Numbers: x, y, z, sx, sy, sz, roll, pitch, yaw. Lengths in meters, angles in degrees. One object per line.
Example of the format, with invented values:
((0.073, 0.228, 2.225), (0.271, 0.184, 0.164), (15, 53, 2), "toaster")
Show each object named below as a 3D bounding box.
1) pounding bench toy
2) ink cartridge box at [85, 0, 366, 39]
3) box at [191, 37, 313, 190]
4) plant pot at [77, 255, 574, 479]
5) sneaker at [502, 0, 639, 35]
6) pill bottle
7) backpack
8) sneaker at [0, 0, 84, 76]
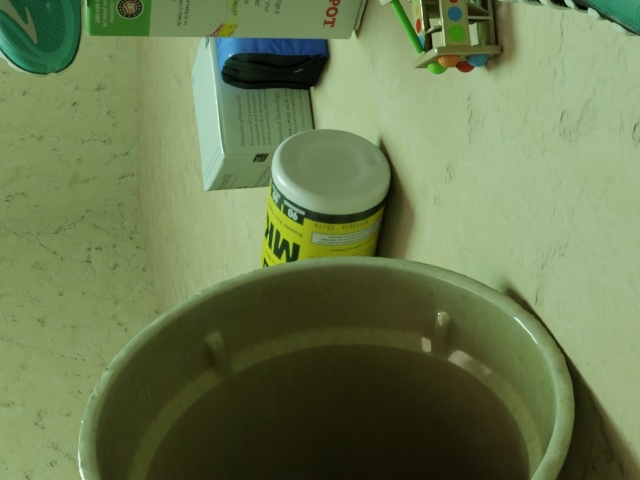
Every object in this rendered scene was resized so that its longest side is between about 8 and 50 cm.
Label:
((0.086, -0.159, 0.839), (0.052, 0.083, 0.065), (167, 99, -75), "pounding bench toy")
((-0.090, -0.305, 1.091), (0.201, 0.278, 0.117), (107, 157, -55), "ink cartridge box")
((-0.092, -0.172, 1.447), (0.181, 0.119, 0.182), (140, 125, -73), "box")
((0.017, 0.230, 0.839), (0.334, 0.334, 0.305), (-116, 15, -55), "plant pot")
((0.130, -0.165, 0.577), (0.302, 0.108, 0.121), (56, 154, 36), "sneaker")
((0.000, 0.000, 1.150), (0.119, 0.119, 0.208), (-109, 20, -44), "pill bottle")
((-0.064, -0.229, 1.318), (0.098, 0.120, 0.101), (115, 147, -64), "backpack")
((-0.262, -0.287, 1.013), (0.110, 0.107, 0.275), (-165, 72, -66), "sneaker")
